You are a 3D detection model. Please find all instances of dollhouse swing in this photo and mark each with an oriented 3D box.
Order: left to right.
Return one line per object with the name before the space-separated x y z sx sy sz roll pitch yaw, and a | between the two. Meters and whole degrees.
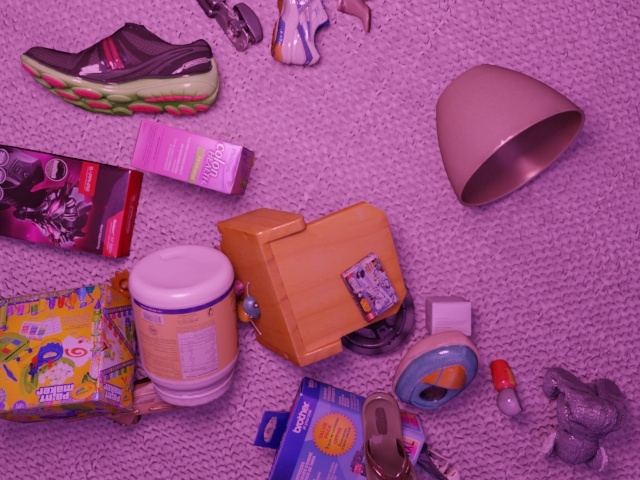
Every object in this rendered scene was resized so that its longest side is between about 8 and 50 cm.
dollhouse swing | -0.020 0.069 1.501 0.304 0.315 0.347 -28 112 -27

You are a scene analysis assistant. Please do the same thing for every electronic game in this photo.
electronic game | 0.129 0.184 1.583 0.229 0.048 0.230 0 93 8

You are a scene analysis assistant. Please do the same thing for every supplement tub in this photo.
supplement tub | -0.318 0.203 1.460 0.240 0.241 0.332 1 119 1

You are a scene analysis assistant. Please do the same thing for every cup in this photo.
cup | 0.406 -0.272 1.439 0.331 0.331 0.237 -32 67 3

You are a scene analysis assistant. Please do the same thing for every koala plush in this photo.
koala plush | 0.650 0.470 1.531 0.196 0.203 0.221 14 106 1

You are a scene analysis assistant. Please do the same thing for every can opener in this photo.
can opener | -0.253 -0.610 1.539 0.095 0.076 0.283 -35 92 -29

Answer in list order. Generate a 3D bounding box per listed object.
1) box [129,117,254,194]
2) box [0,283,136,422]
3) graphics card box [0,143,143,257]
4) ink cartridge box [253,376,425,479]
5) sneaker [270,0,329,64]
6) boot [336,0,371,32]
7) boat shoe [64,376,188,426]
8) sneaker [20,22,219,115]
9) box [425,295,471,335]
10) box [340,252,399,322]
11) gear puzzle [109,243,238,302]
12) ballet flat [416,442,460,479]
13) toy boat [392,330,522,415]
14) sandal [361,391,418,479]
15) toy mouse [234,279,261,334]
box | -0.303 -0.198 1.486 0.242 0.213 0.117 15 94 0
box | -0.624 0.279 1.483 0.289 0.177 0.279 -8 65 7
graphics card box | -0.665 -0.102 1.563 0.370 0.094 0.233 12 95 2
ink cartridge box | 0.033 0.532 1.563 0.395 0.151 0.270 19 94 2
sneaker | -0.039 -0.584 1.521 0.130 0.112 0.297 8 96 -16
boot | 0.084 -0.586 1.538 0.086 0.042 0.119 2 93 8
boat shoe | -0.505 0.430 1.581 0.340 0.121 0.110 -15 93 1
sneaker | -0.488 -0.430 1.517 0.482 0.185 0.202 4 76 -2
box | 0.324 0.191 1.552 0.101 0.101 0.087 -1 94 0
box | 0.115 0.109 1.410 0.094 0.027 0.137 -34 113 -14
gear puzzle | -0.386 0.110 1.597 0.338 0.044 0.176 -7 104 6
ballet flat | 0.322 0.611 1.599 0.074 0.074 0.203 -44 90 4
toy boat | 0.351 0.346 1.510 0.318 0.148 0.268 12 132 -14
sandal | 0.157 0.514 1.440 0.120 0.086 0.303 -14 93 2
toy mouse | -0.193 0.147 1.502 0.031 0.143 0.161 -27 67 -27
